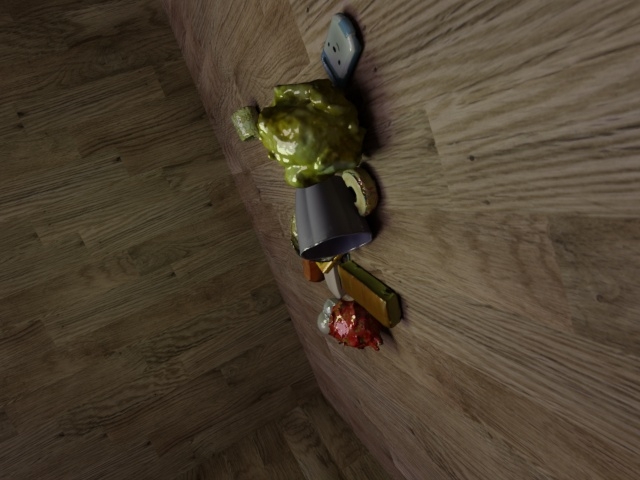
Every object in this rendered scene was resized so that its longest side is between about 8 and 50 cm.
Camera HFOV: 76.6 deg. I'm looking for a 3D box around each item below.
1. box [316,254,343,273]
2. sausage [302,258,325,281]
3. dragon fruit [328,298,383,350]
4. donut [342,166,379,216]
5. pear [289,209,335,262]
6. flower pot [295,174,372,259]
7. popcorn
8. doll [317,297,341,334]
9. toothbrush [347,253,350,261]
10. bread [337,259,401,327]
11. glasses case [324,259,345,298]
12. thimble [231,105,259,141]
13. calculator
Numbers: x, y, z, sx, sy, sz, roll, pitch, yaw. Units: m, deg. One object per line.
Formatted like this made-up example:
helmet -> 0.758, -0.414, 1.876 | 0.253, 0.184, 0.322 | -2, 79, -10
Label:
box -> 0.000, 0.000, 1.790 | 0.152, 0.044, 0.269 | -52, 54, 23
sausage -> -0.025, 0.104, 1.998 | 0.133, 0.133, 0.258 | 48, 153, 45
dragon fruit -> 0.158, 0.359, 1.709 | 0.268, 0.210, 0.205 | 32, 130, 28
donut -> 0.135, -0.161, 1.274 | 0.165, 0.065, 0.108 | 67, 163, -3
pear -> 0.013, -0.050, 1.631 | 0.266, 0.267, 0.178 | 66, -165, -1
flower pot -> 0.022, -0.082, 1.412 | 0.265, 0.265, 0.243 | 117, 137, -68
popcorn -> -0.025, -0.321, 1.183 | 0.312, 0.312, 0.312 | 55, 160, 31
doll -> 0.060, 0.392, 2.126 | 0.151, 0.151, 0.287 | 56, 156, 28
toothbrush -> 0.124, 0.115, 1.768 | 0.167, 0.011, 0.014 | 83, 161, -45
bread -> 0.188, 0.203, 1.589 | 0.361, 0.077, 0.138 | 36, 146, 58
glasses case -> 0.060, 0.145, 1.887 | 0.113, 0.075, 0.296 | 41, 151, 49
thimble -> -0.366, -0.590, 2.057 | 0.190, 0.138, 0.143 | -132, 17, -82
calculator -> 0.053, -0.507, 1.095 | 0.121, 0.039, 0.210 | 65, 163, 8
